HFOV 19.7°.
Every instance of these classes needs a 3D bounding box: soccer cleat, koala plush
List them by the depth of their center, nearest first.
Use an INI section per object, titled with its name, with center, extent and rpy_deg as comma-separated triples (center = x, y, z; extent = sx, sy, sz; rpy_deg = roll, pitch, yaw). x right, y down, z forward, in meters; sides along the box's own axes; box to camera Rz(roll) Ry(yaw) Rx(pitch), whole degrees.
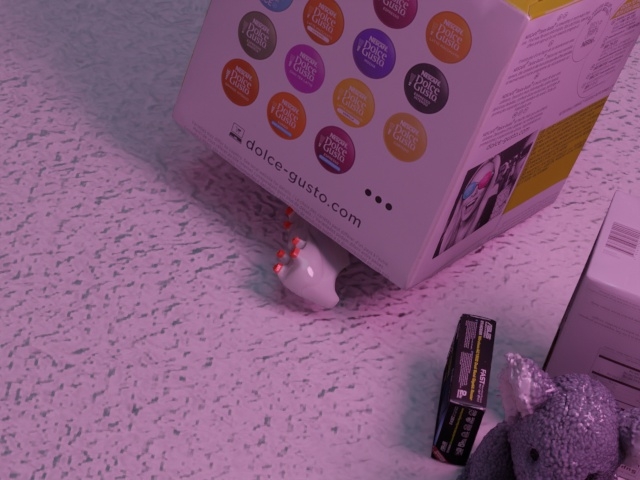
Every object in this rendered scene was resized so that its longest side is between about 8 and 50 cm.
[koala plush]
center = 0.217, 0.203, 1.706
extent = 0.196, 0.221, 0.203
rpy_deg = 22, 45, 9
[soccer cleat]
center = 0.000, 0.000, 1.973
extent = 0.076, 0.068, 0.196
rpy_deg = 40, 33, -17

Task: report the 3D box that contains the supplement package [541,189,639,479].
[supplement package]
center = 0.302, 0.098, 1.813
extent = 0.134, 0.244, 0.139
rpy_deg = 21, 44, 7

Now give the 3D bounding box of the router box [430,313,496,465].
[router box]
center = 0.142, 0.148, 1.833
extent = 0.038, 0.092, 0.122
rpy_deg = 13, 44, -1

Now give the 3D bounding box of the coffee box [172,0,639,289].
[coffee box]
center = 0.108, -0.214, 1.957
extent = 0.338, 0.334, 0.338
rpy_deg = 36, 34, 21
